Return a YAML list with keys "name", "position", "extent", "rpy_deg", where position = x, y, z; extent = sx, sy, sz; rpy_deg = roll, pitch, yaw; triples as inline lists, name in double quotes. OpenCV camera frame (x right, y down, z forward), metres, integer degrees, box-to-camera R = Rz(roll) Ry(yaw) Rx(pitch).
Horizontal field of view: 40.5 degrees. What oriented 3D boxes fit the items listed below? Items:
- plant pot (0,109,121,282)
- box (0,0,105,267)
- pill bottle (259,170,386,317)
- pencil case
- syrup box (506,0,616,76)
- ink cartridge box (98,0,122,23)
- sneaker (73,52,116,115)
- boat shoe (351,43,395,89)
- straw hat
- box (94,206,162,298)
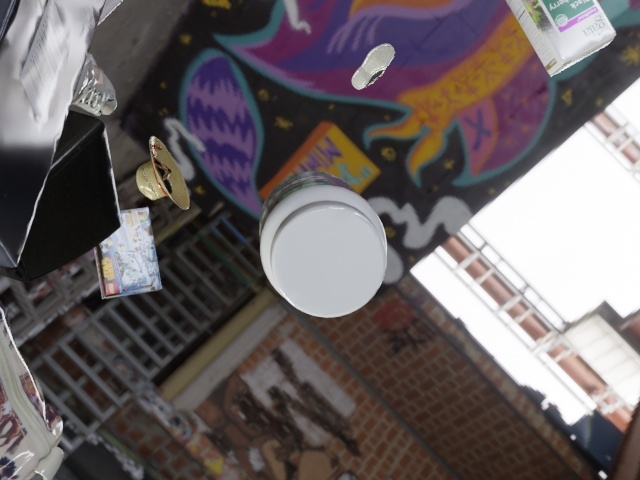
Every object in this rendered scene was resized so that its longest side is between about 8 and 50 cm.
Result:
- name: "plant pot"
  position: [-0.386, -0.057, 1.105]
  extent: [0.187, 0.188, 0.167]
  rpy_deg: [93, 19, -44]
- name: "box"
  position: [-0.390, -0.181, 0.761]
  extent: [0.179, 0.313, 0.343]
  rpy_deg: [95, 4, -62]
- name: "pill bottle"
  position: [0.000, 0.000, 1.444]
  extent: [0.204, 0.204, 0.361]
  rpy_deg: [-45, -169, 3]
- name: "pencil case"
  position: [-0.424, 0.098, 0.980]
  extent: [0.184, 0.410, 0.160]
  rpy_deg: [0, -154, 31]
- name: "syrup box"
  position: [0.339, -0.378, 1.313]
  extent: [0.093, 0.236, 0.096]
  rpy_deg: [-30, 177, 2]
- name: "ink cartridge box"
  position: [-0.510, -0.475, 1.558]
  extent: [0.066, 0.261, 0.296]
  rpy_deg: [-19, -150, 32]
- name: "sneaker"
  position: [-0.442, -0.290, 1.662]
  extent: [0.099, 0.121, 0.262]
  rpy_deg: [-41, -163, 8]
- name: "boat shoe"
  position: [0.113, -0.354, 1.754]
  extent: [0.038, 0.046, 0.125]
  rpy_deg: [-29, 166, -48]
- name: "straw hat"
  position: [-0.297, -0.110, 1.559]
  extent: [0.061, 0.144, 0.144]
  rpy_deg: [-23, -177, 8]
- name: "box"
  position: [-0.313, 0.020, 1.391]
  extent: [0.094, 0.137, 0.027]
  rpy_deg: [-8, 174, -23]
